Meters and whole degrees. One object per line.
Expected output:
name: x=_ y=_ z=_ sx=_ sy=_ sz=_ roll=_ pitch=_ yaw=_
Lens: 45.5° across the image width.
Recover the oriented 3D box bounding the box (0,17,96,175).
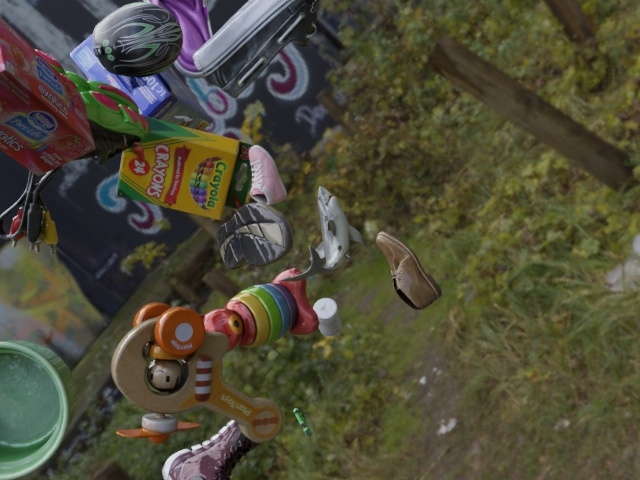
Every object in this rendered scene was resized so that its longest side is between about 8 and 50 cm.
box: x=-0.495 y=-0.231 z=1.249 sx=0.123 sy=0.128 sz=0.257 roll=-25 pitch=-26 yaw=6

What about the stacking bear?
stacking bear: x=-0.173 y=0.195 z=1.898 sx=0.289 sy=0.175 sz=0.164 roll=-18 pitch=-2 yaw=-44

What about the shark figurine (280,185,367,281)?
shark figurine: x=0.006 y=0.026 z=1.695 sx=0.116 sy=0.166 sz=0.278 roll=-28 pitch=28 yaw=31

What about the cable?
cable: x=-0.679 y=-0.099 z=1.799 sx=0.072 sy=0.140 sz=0.287 roll=-110 pitch=32 yaw=-70

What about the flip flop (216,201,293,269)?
flip flop: x=-0.111 y=-0.004 z=1.378 sx=0.080 sy=0.112 sz=0.277 roll=-9 pitch=-6 yaw=-26

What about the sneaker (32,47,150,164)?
sneaker: x=-0.546 y=-0.249 z=1.545 sx=0.202 sy=0.185 sz=0.483 roll=-44 pitch=-26 yaw=13

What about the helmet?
helmet: x=-0.378 y=-0.425 z=1.620 sx=0.162 sy=0.169 sz=0.169 roll=-6 pitch=31 yaw=25

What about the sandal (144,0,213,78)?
sandal: x=-0.377 y=-0.640 z=2.040 sx=0.170 sy=0.416 sz=0.102 roll=-25 pitch=0 yaw=-15

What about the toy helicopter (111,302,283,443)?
toy helicopter: x=-0.215 y=0.280 z=1.365 sx=0.140 sy=0.355 sz=0.234 roll=0 pitch=58 yaw=57

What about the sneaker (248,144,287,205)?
sneaker: x=-0.127 y=-0.135 z=1.635 sx=0.051 sy=0.134 sz=0.070 roll=-17 pitch=13 yaw=46

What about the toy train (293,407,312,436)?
toy train: x=-0.047 y=0.479 z=2.011 sx=0.017 sy=0.083 sz=0.024 roll=-34 pitch=-12 yaw=8

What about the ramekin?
ramekin: x=-0.699 y=0.367 z=1.713 sx=0.303 sy=0.303 sz=0.148 roll=-48 pitch=3 yaw=-2

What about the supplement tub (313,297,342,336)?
supplement tub: x=0.022 y=0.216 z=2.141 sx=0.071 sy=0.071 sz=0.107 roll=-53 pitch=-29 yaw=-24

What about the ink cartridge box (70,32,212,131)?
ink cartridge box: x=-0.472 y=-0.402 z=2.008 sx=0.151 sy=0.270 sz=0.395 roll=-40 pitch=-8 yaw=8

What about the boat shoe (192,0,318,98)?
boat shoe: x=-0.063 y=-0.380 z=1.314 sx=0.335 sy=0.119 sz=0.121 roll=-39 pitch=23 yaw=6

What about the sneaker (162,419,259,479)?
sneaker: x=-0.196 y=0.499 z=1.683 sx=0.282 sy=0.106 sz=0.162 roll=-29 pitch=39 yaw=-11

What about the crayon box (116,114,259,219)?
crayon box: x=-0.327 y=-0.174 z=1.883 sx=0.081 sy=0.319 sz=0.202 roll=-90 pitch=15 yaw=-57

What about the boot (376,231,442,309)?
boot: x=0.280 y=0.105 z=2.622 sx=0.115 sy=0.305 sz=0.112 roll=-38 pitch=-5 yaw=-22
